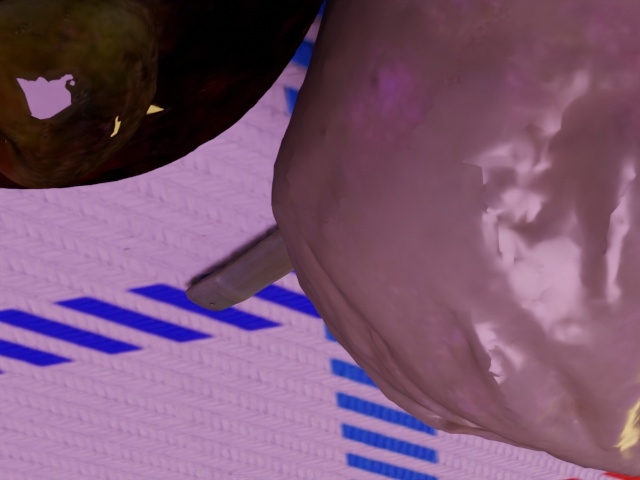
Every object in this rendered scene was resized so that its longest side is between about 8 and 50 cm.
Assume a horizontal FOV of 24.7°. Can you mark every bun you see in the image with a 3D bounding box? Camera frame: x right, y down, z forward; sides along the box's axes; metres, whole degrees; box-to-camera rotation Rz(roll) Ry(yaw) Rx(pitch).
[{"bbox_3d":[0.146,-0.016,0.571,0.361,0.213,0.361,-1,158,-1],"label":"bun"}]

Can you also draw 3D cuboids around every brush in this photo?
[{"bbox_3d":[0.000,0.000,0.778,0.178,0.030,0.033,-34,148,28],"label":"brush"}]

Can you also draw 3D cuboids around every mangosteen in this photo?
[{"bbox_3d":[-0.092,-0.105,0.462,0.216,0.216,0.216,-7,144,-5],"label":"mangosteen"}]
